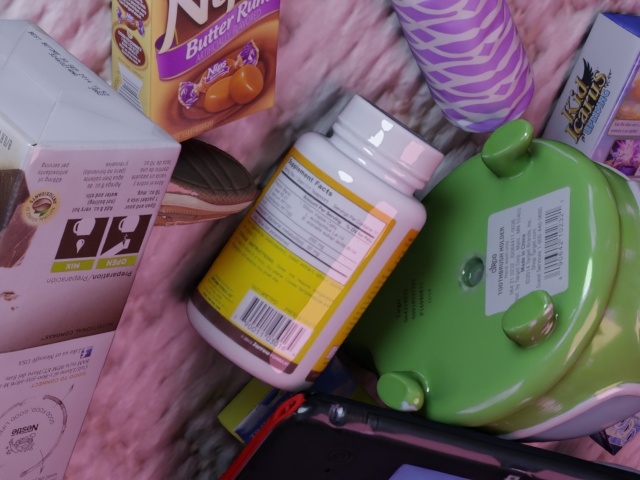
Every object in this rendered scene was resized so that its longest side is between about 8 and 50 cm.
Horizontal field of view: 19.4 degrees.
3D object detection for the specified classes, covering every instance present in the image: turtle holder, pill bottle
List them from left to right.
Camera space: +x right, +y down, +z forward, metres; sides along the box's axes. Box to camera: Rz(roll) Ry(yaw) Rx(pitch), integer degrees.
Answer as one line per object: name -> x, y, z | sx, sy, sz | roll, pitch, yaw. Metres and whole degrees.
pill bottle -> 0.000, 0.000, 1.421 | 0.215, 0.117, 0.117 | -55, 145, 6
turtle holder -> 0.160, 0.072, 1.520 | 0.227, 0.243, 0.320 | 22, 120, -35

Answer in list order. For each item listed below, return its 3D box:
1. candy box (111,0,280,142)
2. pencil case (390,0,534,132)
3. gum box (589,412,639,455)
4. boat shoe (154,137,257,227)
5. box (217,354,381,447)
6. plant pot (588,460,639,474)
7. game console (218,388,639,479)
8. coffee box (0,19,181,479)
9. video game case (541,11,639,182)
candy box -> -0.082, -0.159, 1.246 | 0.109, 0.053, 0.187 | -24, 136, -31
pencil case -> 0.106, -0.169, 1.424 | 0.206, 0.086, 0.088 | 64, 41, -53
gum box -> 0.346, 0.119, 1.973 | 0.184, 0.041, 0.157 | -43, 144, -12
boat shoe -> -0.133, -0.033, 1.302 | 0.190, 0.068, 0.072 | 7, 128, -40
box -> -0.014, 0.149, 1.602 | 0.109, 0.042, 0.178 | -47, 144, -6
plant pot -> 0.273, 0.411, 1.988 | 0.271, 0.271, 0.255 | -32, 156, -25
game console -> 0.085, 0.260, 1.556 | 0.386, 0.060, 0.342 | 16, 143, -19
coffee box -> -0.220, 0.031, 1.163 | 0.119, 0.168, 0.297 | -4, 123, -46
video game case -> 0.302, -0.084, 1.727 | 0.269, 0.061, 0.244 | -2, 124, -47
